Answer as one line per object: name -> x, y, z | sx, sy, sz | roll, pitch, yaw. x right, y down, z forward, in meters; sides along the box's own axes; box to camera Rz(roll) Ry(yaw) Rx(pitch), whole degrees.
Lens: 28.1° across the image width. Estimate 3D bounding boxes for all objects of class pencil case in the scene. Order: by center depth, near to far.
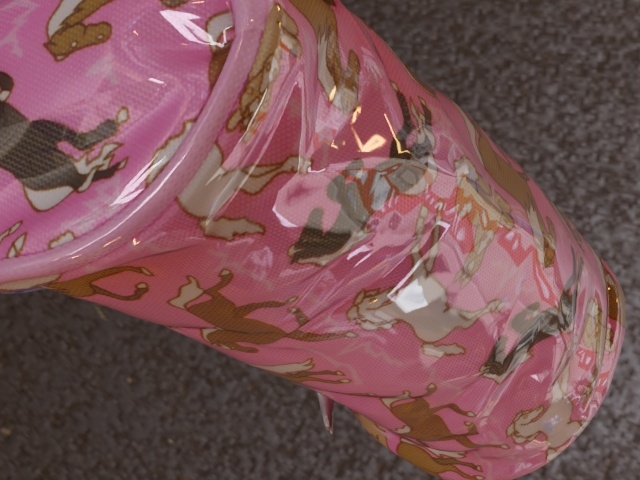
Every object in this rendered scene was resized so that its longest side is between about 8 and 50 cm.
pencil case -> 0.000, 0.000, 0.564 | 0.167, 0.160, 0.386 | -53, 144, 2

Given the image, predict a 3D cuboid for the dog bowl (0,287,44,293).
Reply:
dog bowl -> -0.230, -0.099, 0.908 | 0.265, 0.264, 0.104 | -63, 157, -7
